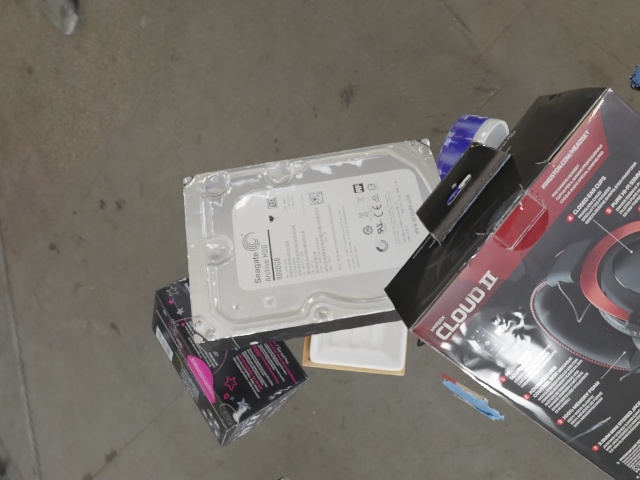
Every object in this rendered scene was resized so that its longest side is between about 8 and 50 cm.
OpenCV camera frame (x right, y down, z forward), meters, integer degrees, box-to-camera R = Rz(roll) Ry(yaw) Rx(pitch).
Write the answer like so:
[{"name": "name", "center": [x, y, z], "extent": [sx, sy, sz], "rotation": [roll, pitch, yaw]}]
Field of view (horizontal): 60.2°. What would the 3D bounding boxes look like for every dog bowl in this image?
[{"name": "dog bowl", "center": [0.422, -0.212, 1.534], "extent": [0.104, 0.265, 0.264], "rotation": [22, 113, 31]}]

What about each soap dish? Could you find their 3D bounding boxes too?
[{"name": "soap dish", "center": [0.099, 0.253, 1.570], "extent": [0.118, 0.291, 0.228], "rotation": [132, 144, -76]}]

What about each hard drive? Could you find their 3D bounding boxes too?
[{"name": "hard drive", "center": [0.000, 0.000, 0.716], "extent": [0.340, 0.064, 0.236], "rotation": [-9, 65, 0]}]

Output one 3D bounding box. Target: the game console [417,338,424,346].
[{"name": "game console", "center": [0.350, 0.251, 1.557], "extent": [0.124, 0.085, 0.143], "rotation": [19, 135, 22]}]

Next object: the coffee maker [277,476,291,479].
[{"name": "coffee maker", "center": [-0.018, 0.561, 1.055], "extent": [0.179, 0.120, 0.171], "rotation": [8, 90, 30]}]

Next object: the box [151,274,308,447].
[{"name": "box", "center": [-0.157, 0.186, 0.920], "extent": [0.247, 0.142, 0.163], "rotation": [54, 148, 17]}]

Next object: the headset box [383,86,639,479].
[{"name": "headset box", "center": [0.213, 0.037, 0.445], "extent": [0.293, 0.110, 0.218], "rotation": [36, 97, -10]}]

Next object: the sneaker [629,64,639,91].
[{"name": "sneaker", "center": [0.802, -0.429, 1.319], "extent": [0.147, 0.130, 0.329], "rotation": [-30, 56, 60]}]

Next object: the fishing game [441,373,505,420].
[{"name": "fishing game", "center": [0.427, 0.433, 1.530], "extent": [0.189, 0.264, 0.041], "rotation": [27, 75, 35]}]
